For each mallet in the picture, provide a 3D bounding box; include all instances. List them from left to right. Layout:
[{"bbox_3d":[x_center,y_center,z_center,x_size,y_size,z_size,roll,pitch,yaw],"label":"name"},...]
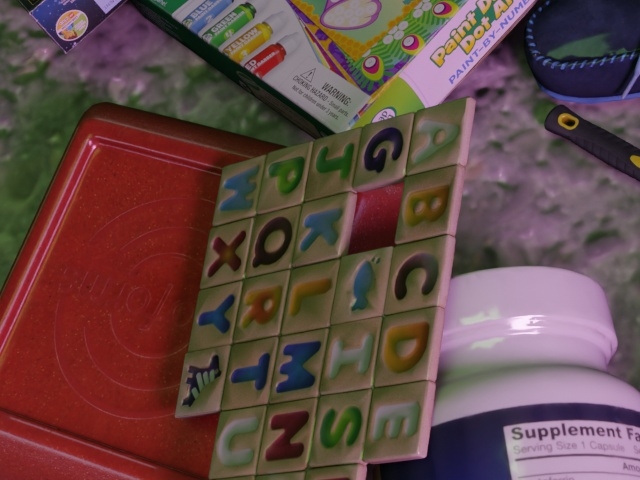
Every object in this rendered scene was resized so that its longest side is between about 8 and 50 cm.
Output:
[{"bbox_3d":[0.212,-0.036,1.063,0.062,0.039,0.190,-45,57,-3],"label":"mallet"}]

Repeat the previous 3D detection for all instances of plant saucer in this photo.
[{"bbox_3d":[-0.091,0.045,1.114,0.258,0.048,0.259,15,74,26],"label":"plant saucer"}]

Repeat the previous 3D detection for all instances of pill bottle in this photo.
[{"bbox_3d":[0.107,0.155,0.944,0.153,0.153,0.264,-13,63,13],"label":"pill bottle"}]

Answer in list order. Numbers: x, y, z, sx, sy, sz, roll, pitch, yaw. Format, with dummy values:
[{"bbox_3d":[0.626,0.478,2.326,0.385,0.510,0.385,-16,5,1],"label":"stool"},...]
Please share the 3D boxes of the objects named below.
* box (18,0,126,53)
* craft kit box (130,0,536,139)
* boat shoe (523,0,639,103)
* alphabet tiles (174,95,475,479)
[{"bbox_3d":[-0.167,-0.240,1.238,0.159,0.044,0.233,-42,46,-1],"label":"box"},{"bbox_3d":[0.029,-0.192,1.157,0.246,0.061,0.250,-46,50,-9],"label":"craft kit box"},{"bbox_3d":[0.235,-0.166,1.079,0.258,0.089,0.109,-25,61,7],"label":"boat shoe"},{"bbox_3d":[-0.007,0.049,0.996,0.198,0.009,0.237,-13,59,44],"label":"alphabet tiles"}]
